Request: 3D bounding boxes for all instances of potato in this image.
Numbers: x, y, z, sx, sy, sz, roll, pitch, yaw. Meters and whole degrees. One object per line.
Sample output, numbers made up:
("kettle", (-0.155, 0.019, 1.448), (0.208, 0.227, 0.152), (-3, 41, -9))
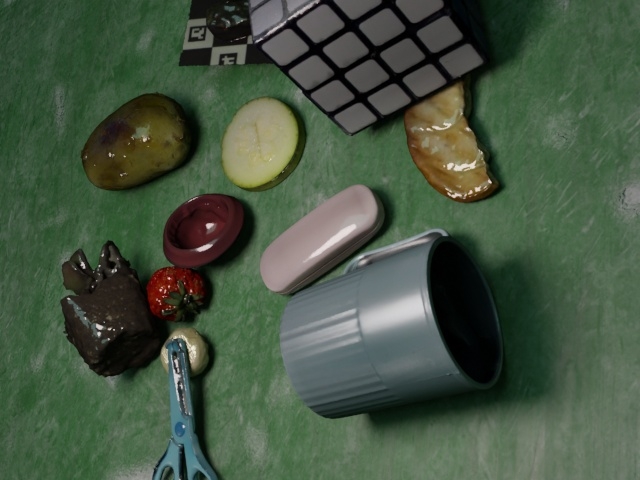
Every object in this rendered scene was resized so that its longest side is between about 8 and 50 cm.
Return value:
("potato", (-0.442, -0.231, 2.211), (0.308, 0.173, 0.210), (-28, 60, 21))

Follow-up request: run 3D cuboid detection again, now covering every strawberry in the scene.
("strawberry", (-0.317, 0.102, 2.026), (0.131, 0.131, 0.148), (-36, 53, 20))

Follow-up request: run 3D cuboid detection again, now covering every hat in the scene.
("hat", (-0.251, -0.014, 2.034), (0.206, 0.089, 0.205), (-15, 49, 18))

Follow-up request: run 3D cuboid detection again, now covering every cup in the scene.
("cup", (0.114, 0.130, 1.614), (0.311, 0.257, 0.331), (-21, 63, 30))

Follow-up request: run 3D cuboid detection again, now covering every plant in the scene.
("plant", (-0.482, 0.154, 2.058), (0.189, 0.198, 0.276), (-20, 56, -20))

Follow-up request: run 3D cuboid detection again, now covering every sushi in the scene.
("sushi", (-0.182, -0.590, 2.137), (0.297, 0.100, 0.372), (1, 68, 17))

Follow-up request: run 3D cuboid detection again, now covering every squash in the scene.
("squash", (-0.129, -0.211, 2.066), (0.219, 0.041, 0.219), (-10, 72, 31))

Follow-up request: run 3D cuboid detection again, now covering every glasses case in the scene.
("glasses case", (0.000, 0.000, 1.861), (0.297, 0.075, 0.113), (-35, 55, 20))

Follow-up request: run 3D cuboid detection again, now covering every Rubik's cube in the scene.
("Rubik's cube", (0.084, -0.473, 1.786), (0.344, 0.337, 0.344), (-28, 47, 25))

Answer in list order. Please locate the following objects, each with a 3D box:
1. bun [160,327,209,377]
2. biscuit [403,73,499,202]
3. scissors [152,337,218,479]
("bun", (-0.285, 0.242, 1.979), (0.115, 0.069, 0.115), (1, 92, 32))
("biscuit", (0.242, -0.198, 1.782), (0.154, 0.045, 0.299), (-23, 61, 26))
("scissors", (-0.286, 0.395, 1.905), (0.180, 0.032, 0.392), (-13, 77, 32))
